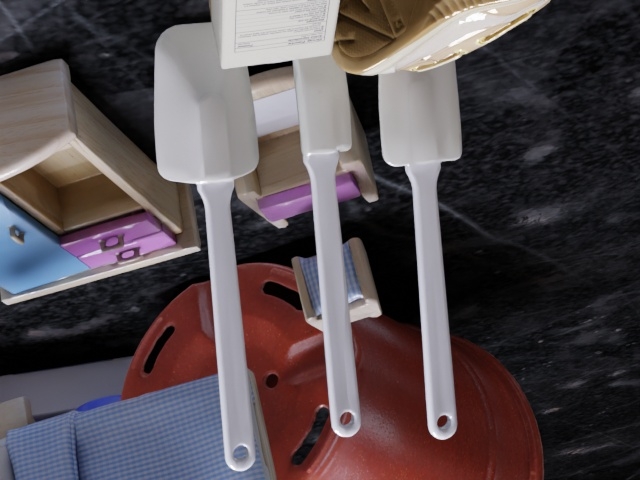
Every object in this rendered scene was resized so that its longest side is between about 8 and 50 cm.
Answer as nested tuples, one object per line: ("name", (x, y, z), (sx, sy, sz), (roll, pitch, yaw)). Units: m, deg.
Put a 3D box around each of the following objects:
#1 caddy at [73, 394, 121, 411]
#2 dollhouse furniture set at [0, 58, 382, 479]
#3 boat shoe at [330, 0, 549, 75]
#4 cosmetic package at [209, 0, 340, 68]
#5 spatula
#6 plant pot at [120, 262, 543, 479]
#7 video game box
("caddy", (-0.240, 0.260, 1.239), (0.241, 0.179, 0.341), (-4, 157, -21))
("dollhouse furniture set", (-0.100, 0.077, 0.810), (0.286, 0.303, 0.198), (-16, 159, 11))
("boat shoe", (0.082, -0.131, 0.726), (0.170, 0.063, 0.059), (-23, 165, 34))
("cosmetic package", (-0.021, -0.129, 0.693), (0.060, 0.041, 0.115), (-8, 159, -10))
("spatula", (0.000, 0.000, 0.796), (0.168, 0.242, 0.019), (-7, -170, -19))
("plant pot", (-0.001, 0.156, 1.150), (0.272, 0.272, 0.265), (-21, 149, 22))
("video game box", (-0.251, 0.163, 1.295), (0.205, 0.048, 0.187), (-8, 156, -9))
